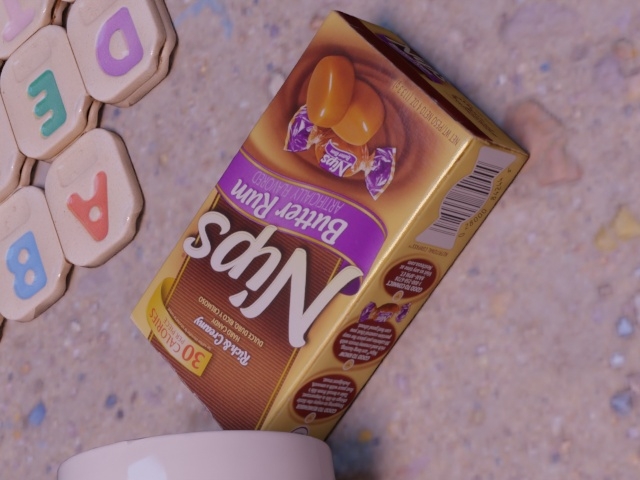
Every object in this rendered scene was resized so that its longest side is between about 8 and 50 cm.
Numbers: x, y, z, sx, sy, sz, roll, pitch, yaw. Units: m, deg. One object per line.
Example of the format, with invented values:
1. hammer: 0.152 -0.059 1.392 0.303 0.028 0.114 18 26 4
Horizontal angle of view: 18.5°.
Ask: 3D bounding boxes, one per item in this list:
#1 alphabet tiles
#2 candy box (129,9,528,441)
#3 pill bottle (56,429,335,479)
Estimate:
1. alphabet tiles: -0.200 -0.079 1.123 0.284 0.021 0.278 -36 61 27
2. candy box: 0.000 0.000 0.925 0.109 0.053 0.186 45 110 35
3. pill bottle: -0.044 0.223 0.846 0.153 0.153 0.264 -18 70 35
